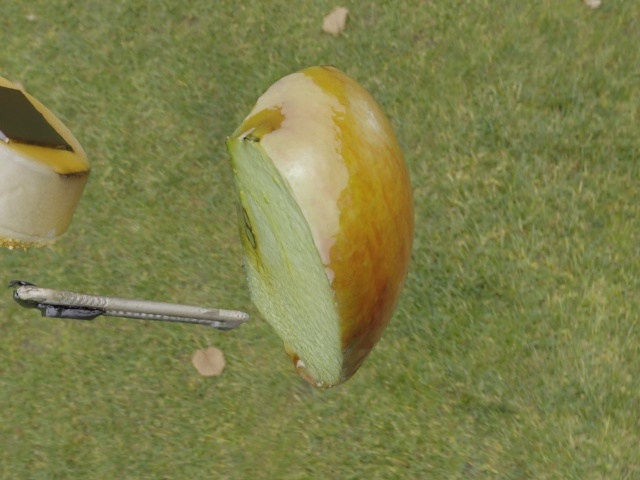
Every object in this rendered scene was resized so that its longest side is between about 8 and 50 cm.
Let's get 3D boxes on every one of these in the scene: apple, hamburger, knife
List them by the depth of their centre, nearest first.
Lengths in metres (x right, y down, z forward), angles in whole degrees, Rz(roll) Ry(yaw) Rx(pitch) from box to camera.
[{"bbox_3d":[0.000,0.000,0.938,0.179,0.346,0.254,16,58,8],"label":"apple"},{"bbox_3d":[-0.453,-0.106,1.322,0.302,0.302,0.170,47,105,23],"label":"hamburger"},{"bbox_3d":[-0.259,0.099,1.383,0.089,0.365,0.043,-3,79,54],"label":"knife"}]
